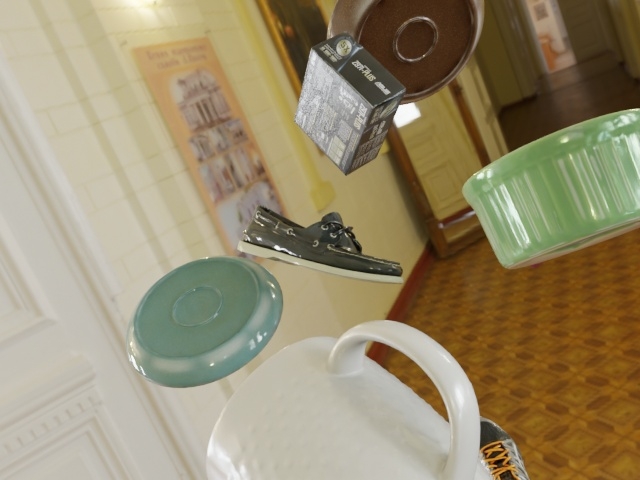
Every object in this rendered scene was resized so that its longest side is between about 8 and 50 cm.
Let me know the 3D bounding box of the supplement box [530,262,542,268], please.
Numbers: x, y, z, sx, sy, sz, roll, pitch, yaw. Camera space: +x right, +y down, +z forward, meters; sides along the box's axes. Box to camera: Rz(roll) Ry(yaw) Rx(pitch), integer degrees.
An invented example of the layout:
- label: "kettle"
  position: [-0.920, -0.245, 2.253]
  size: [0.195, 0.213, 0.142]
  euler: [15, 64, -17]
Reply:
- label: "supplement box"
  position: [0.496, -0.045, 1.471]
  size: [0.104, 0.081, 0.188]
  euler: [-50, 12, 49]

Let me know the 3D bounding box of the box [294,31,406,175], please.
- label: "box"
  position: [0.043, -0.223, 1.076]
  size: [0.077, 0.147, 0.180]
  euler: [-33, -19, -27]

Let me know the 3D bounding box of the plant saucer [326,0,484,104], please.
- label: "plant saucer"
  position: [0.167, -0.375, 1.191]
  size: [0.311, 0.310, 0.050]
  euler: [-23, 44, -1]

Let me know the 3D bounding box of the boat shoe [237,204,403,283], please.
- label: "boat shoe"
  position: [0.002, 0.001, 1.175]
  size: [0.340, 0.113, 0.127]
  euler: [12, -3, 37]

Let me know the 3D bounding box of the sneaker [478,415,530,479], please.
- label: "sneaker"
  position: [0.312, 0.393, 1.098]
  size: [0.084, 0.083, 0.215]
  euler: [-28, 54, 3]

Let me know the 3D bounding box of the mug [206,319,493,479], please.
- label: "mug"
  position: [0.069, 0.275, 0.794]
  size: [0.276, 0.374, 0.328]
  euler: [-7, 28, -42]

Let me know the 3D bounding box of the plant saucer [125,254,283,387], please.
- label: "plant saucer"
  position: [-0.229, 0.136, 1.241]
  size: [0.318, 0.043, 0.317]
  euler: [-10, 43, 9]

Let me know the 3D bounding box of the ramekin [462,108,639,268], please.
- label: "ramekin"
  position: [0.387, -0.066, 1.003]
  size: [0.303, 0.148, 0.303]
  euler: [-18, -11, -4]
